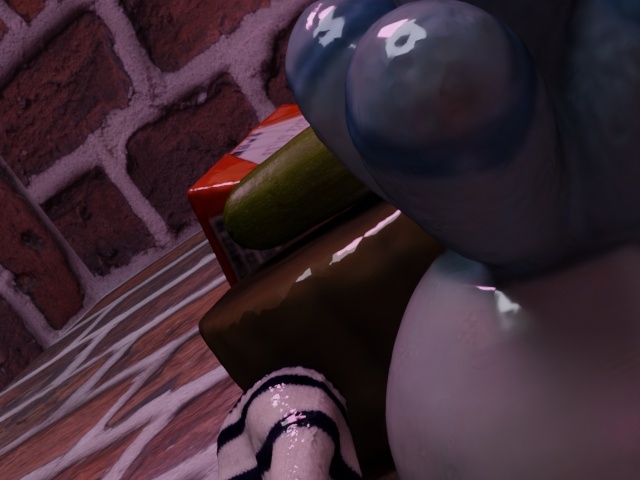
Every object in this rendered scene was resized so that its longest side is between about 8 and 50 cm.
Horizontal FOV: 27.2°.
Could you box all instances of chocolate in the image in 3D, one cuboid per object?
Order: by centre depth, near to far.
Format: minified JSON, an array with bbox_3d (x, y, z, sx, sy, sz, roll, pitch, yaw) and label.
[{"bbox_3d":[0.000,0.000,1.301,0.108,0.238,0.235,-13,19,29],"label":"chocolate"}]

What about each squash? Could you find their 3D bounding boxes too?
[{"bbox_3d":[-0.001,-0.051,1.002,0.239,0.069,0.069,-30,10,50],"label":"squash"}]

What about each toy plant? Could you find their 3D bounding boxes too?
[{"bbox_3d":[0.099,-0.041,0.616,0.247,0.332,0.247,-18,16,6],"label":"toy plant"}]

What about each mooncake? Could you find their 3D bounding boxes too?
[{"bbox_3d":[0.060,0.043,1.039,0.290,0.161,0.290,-35,7,5],"label":"mooncake"}]

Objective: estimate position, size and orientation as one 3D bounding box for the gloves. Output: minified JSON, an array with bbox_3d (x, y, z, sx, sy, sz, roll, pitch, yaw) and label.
[{"bbox_3d":[-0.034,0.185,0.840,0.140,0.131,0.219,-18,40,20],"label":"gloves"}]
